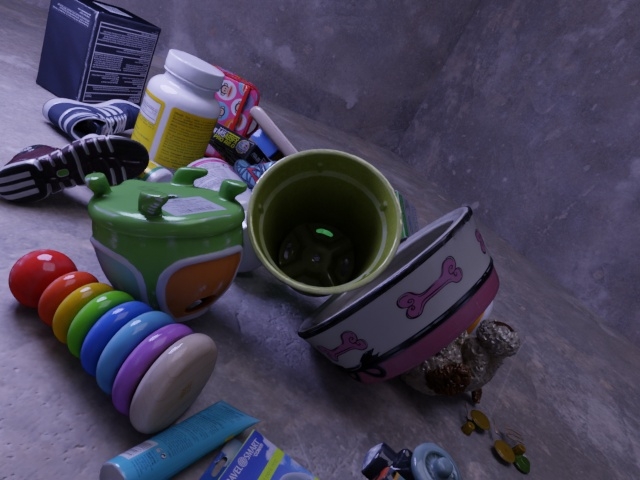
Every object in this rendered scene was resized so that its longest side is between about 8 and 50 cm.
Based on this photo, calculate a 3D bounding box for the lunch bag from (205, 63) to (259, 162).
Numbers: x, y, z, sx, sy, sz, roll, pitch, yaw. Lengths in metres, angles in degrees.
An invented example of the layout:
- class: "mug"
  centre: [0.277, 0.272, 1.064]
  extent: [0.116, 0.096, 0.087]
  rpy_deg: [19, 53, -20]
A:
- class: "lunch bag"
  centre: [-0.339, -0.430, 1.495]
  extent: [0.258, 0.293, 0.120]
  rpy_deg: [17, 20, -26]

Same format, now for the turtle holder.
- class: "turtle holder"
  centre: [-0.282, 0.000, 0.734]
  extent: [0.319, 0.228, 0.243]
  rpy_deg: [10, 19, 13]

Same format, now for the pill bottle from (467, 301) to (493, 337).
- class: "pill bottle"
  centre: [0.327, 0.152, 1.222]
  extent: [0.278, 0.162, 0.162]
  rpy_deg: [32, 23, 6]

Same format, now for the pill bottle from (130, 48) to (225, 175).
- class: "pill bottle"
  centre: [-0.376, -0.304, 1.129]
  extent: [0.187, 0.334, 0.188]
  rpy_deg: [25, 23, -11]

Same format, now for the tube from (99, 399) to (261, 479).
- class: "tube"
  centre: [-0.173, 0.259, 0.557]
  extent: [0.080, 0.052, 0.207]
  rpy_deg: [18, 14, 30]

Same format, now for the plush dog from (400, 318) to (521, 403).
- class: "plush dog"
  centre: [0.269, 0.268, 0.944]
  extent: [0.225, 0.211, 0.262]
  rpy_deg: [-2, 5, -28]

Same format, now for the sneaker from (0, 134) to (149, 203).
- class: "sneaker"
  centre: [-0.520, -0.175, 0.906]
  extent: [0.281, 0.107, 0.162]
  rpy_deg: [-18, 36, -27]

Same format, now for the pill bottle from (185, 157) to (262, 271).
- class: "pill bottle"
  centre: [-0.224, -0.063, 1.029]
  extent: [0.160, 0.161, 0.283]
  rpy_deg: [6, 33, -44]

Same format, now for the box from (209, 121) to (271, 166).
- class: "box"
  centre: [-0.244, -0.264, 1.380]
  extent: [0.216, 0.060, 0.270]
  rpy_deg: [33, -6, 24]

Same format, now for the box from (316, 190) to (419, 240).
- class: "box"
  centre: [0.116, -0.032, 1.163]
  extent: [0.231, 0.261, 0.127]
  rpy_deg: [16, 65, -67]

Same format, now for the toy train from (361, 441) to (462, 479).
- class: "toy train"
  centre: [0.169, 0.410, 0.524]
  extent: [0.334, 0.142, 0.190]
  rpy_deg: [41, 34, 14]

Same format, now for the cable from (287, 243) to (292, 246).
- class: "cable"
  centre: [-0.143, -0.085, 1.264]
  extent: [0.256, 0.089, 0.257]
  rpy_deg: [22, 23, -13]

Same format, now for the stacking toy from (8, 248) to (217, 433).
- class: "stacking toy"
  centre: [-0.313, 0.118, 0.607]
  extent: [0.330, 0.141, 0.141]
  rpy_deg: [29, 22, 15]

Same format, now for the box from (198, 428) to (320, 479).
- class: "box"
  centre: [-0.062, 0.328, 0.553]
  extent: [0.178, 0.043, 0.109]
  rpy_deg: [33, 23, 8]

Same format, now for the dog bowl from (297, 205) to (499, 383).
- class: "dog bowl"
  centre: [0.160, 0.112, 0.844]
  extent: [0.150, 0.407, 0.408]
  rpy_deg: [53, 25, 1]

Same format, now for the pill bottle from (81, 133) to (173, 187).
- class: "pill bottle"
  centre: [-0.461, -0.160, 1.008]
  extent: [0.208, 0.118, 0.117]
  rpy_deg: [31, 23, 5]

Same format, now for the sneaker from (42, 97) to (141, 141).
- class: "sneaker"
  centre: [-0.600, -0.329, 1.220]
  extent: [0.153, 0.099, 0.282]
  rpy_deg: [35, 30, 27]

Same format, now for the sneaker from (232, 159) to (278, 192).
- class: "sneaker"
  centre: [-0.140, -0.161, 1.147]
  extent: [0.104, 0.125, 0.262]
  rpy_deg: [1, 34, -48]

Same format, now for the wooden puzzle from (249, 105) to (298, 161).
- class: "wooden puzzle"
  centre: [-0.127, -0.274, 1.498]
  extent: [0.322, 0.080, 0.348]
  rpy_deg: [51, -2, 1]

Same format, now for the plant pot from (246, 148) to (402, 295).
- class: "plant pot"
  centre: [0.000, 0.000, 0.872]
  extent: [0.276, 0.276, 0.254]
  rpy_deg: [32, -18, 7]

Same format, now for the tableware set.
- class: "tableware set"
  centre: [0.364, 0.415, 0.900]
  extent: [0.154, 0.024, 0.104]
  rpy_deg: [29, 26, -3]

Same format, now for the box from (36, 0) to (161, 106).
- class: "box"
  centre: [-0.720, -0.609, 1.414]
  extent: [0.182, 0.294, 0.296]
  rpy_deg: [30, 22, 8]
